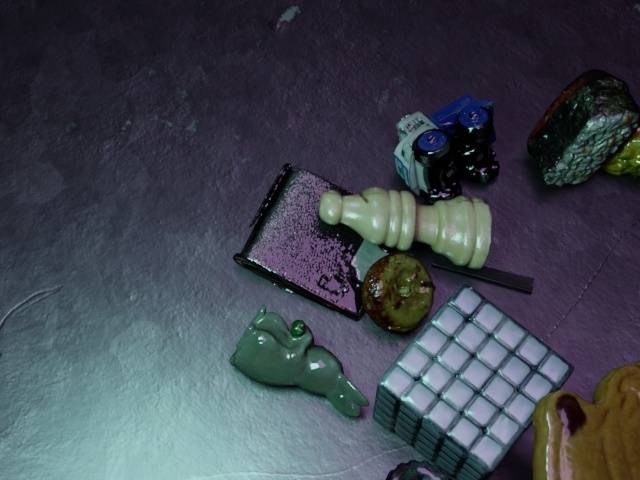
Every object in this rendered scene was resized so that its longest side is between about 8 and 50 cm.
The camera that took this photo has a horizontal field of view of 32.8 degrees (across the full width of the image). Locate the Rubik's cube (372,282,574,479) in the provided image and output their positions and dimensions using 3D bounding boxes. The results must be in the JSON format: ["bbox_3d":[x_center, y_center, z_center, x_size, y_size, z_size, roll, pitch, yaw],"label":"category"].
[{"bbox_3d":[0.245,0.253,1.829,0.238,0.237,0.237,37,75,12],"label":"Rubik's cube"}]

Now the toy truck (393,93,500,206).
[{"bbox_3d":[0.234,-0.189,2.074,0.213,0.161,0.177,-31,51,-12],"label":"toy truck"}]

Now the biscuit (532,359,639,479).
[{"bbox_3d":[0.538,0.361,1.710,0.455,0.078,0.350,-16,82,-27],"label":"biscuit"}]

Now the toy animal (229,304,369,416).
[{"bbox_3d":[-0.027,0.222,1.918,0.251,0.127,0.125,31,58,-3],"label":"toy animal"}]

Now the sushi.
[{"bbox_3d":[0.491,-0.203,2.029,0.136,0.225,0.126,1,48,-33],"label":"sushi"}]

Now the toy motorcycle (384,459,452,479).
[{"bbox_3d":[0.081,0.532,1.742,0.416,0.172,0.232,-30,64,-22],"label":"toy motorcycle"}]

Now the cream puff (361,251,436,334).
[{"bbox_3d":[0.136,0.095,1.968,0.149,0.084,0.149,4,83,-31],"label":"cream puff"}]

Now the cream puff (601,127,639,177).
[{"bbox_3d":[0.609,-0.170,2.081,0.146,0.146,0.116,23,108,9],"label":"cream puff"}]

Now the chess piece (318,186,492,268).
[{"bbox_3d":[0.148,-0.034,1.980,0.307,0.124,0.139,8,80,-9],"label":"chess piece"}]

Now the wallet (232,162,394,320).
[{"bbox_3d":[0.000,0.000,2.026,0.262,0.071,0.221,27,68,3],"label":"wallet"}]

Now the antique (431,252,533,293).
[{"bbox_3d":[0.303,0.060,2.029,0.192,0.015,0.031,16,65,5],"label":"antique"}]
